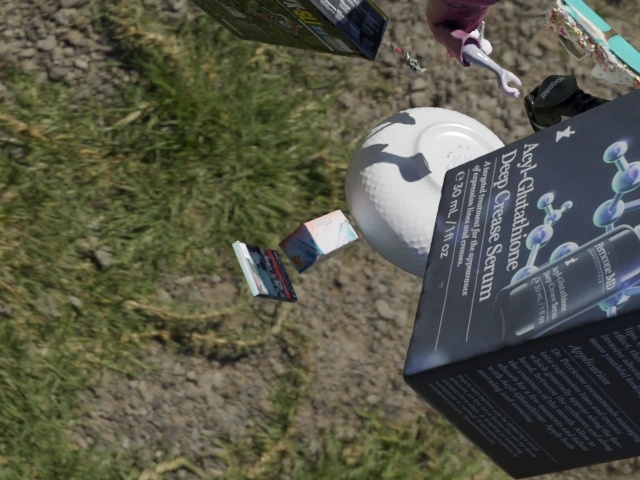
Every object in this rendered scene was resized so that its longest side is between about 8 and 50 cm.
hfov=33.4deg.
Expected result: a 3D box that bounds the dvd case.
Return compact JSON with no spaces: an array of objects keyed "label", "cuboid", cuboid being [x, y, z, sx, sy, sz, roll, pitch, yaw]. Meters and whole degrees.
[{"label":"dvd case","cuboid":[-0.080,0.048,1.573,0.119,0.013,0.087,17,46,-63]}]

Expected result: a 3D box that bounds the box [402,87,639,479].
[{"label":"box","cuboid":[0.313,0.030,1.052,0.212,0.395,0.293,44,43,-29]}]

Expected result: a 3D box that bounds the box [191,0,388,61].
[{"label":"box","cuboid":[-0.090,-0.360,1.468,0.322,0.257,0.079,30,77,-55]}]

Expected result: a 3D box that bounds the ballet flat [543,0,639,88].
[{"label":"ballet flat","cuboid":[0.475,-0.326,1.823,0.091,0.077,0.241,-19,62,-43]}]

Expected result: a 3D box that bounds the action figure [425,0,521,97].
[{"label":"action figure","cuboid":[0.210,-0.388,1.652,0.275,0.370,0.248,13,67,4]}]

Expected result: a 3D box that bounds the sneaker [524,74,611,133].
[{"label":"sneaker","cuboid":[0.320,-0.160,1.346,0.078,0.234,0.106,-37,103,-8]}]

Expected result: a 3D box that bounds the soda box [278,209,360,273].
[{"label":"soda box","cuboid":[0.000,0.000,1.762,0.063,0.058,0.183,53,22,5]}]

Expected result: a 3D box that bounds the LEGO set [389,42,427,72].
[{"label":"LEGO set","cuboid":[0.159,-0.335,1.986,0.083,0.054,0.023,36,94,3]}]

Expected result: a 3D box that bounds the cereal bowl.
[{"label":"cereal bowl","cuboid":[0.219,-0.104,1.875,0.339,0.141,0.339,9,55,-14]}]
